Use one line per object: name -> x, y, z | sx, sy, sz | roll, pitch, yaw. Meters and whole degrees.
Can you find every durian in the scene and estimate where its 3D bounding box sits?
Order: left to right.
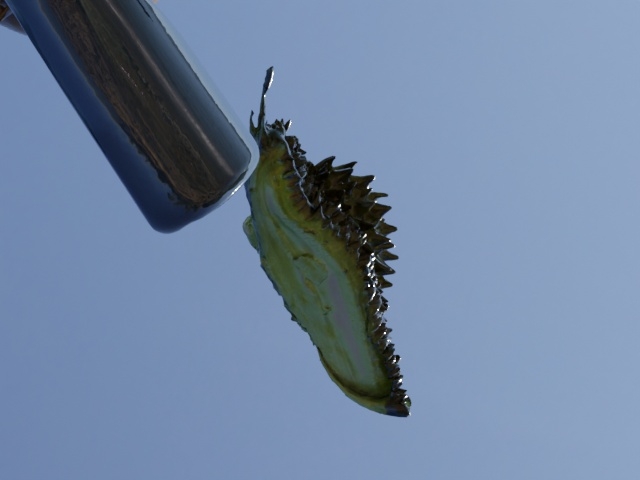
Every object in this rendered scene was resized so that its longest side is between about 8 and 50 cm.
durian -> 0.003, 0.002, 1.718 | 0.132, 0.375, 0.106 | -19, -155, 14

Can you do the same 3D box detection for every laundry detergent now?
laundry detergent -> -0.114, -0.105, 0.976 | 0.206, 0.061, 0.096 | 56, -150, -14

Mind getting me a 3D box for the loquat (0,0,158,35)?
loquat -> -0.261, -0.317, 1.781 | 0.275, 0.275, 0.275 | 12, -140, -10
